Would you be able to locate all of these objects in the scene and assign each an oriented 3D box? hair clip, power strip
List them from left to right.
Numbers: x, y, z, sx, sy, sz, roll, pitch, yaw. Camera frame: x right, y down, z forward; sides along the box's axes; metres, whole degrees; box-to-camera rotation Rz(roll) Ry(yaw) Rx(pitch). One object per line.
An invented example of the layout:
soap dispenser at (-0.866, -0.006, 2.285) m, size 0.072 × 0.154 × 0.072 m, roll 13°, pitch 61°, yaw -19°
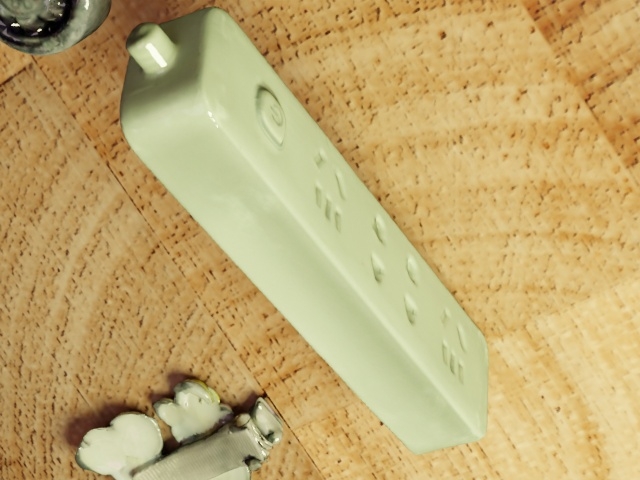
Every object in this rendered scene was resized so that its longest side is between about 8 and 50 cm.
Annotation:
hair clip at (-0.101, 0.170, 1.199) m, size 0.172 × 0.049 × 0.116 m, roll -28°, pitch 97°, yaw 33°
power strip at (0.000, 0.000, 0.952) m, size 0.062 × 0.091 × 0.385 m, roll -16°, pitch 137°, yaw 25°

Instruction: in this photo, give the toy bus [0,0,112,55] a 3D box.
toy bus at (-0.095, -0.269, 0.885) m, size 0.440 × 0.209 × 0.249 m, roll -16°, pitch 107°, yaw 28°
